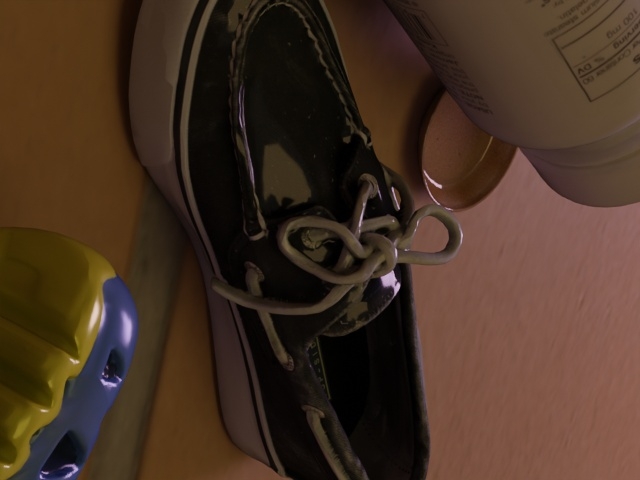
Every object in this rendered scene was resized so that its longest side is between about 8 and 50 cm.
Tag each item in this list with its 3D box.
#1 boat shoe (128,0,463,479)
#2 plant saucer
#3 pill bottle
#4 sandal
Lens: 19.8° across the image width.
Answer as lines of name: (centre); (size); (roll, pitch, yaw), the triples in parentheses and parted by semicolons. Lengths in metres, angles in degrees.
boat shoe: (-0.003, 0.002, 0.828); (0.113, 0.105, 0.306); (-32, 132, -34)
plant saucer: (0.076, -0.056, 0.959); (0.083, 0.015, 0.083); (-25, 126, -39)
pill bottle: (0.105, -0.118, 0.858); (0.131, 0.131, 0.229); (-55, 138, -12)
sandal: (-0.175, 0.135, 0.702); (0.317, 0.126, 0.138); (-53, 145, -2)
